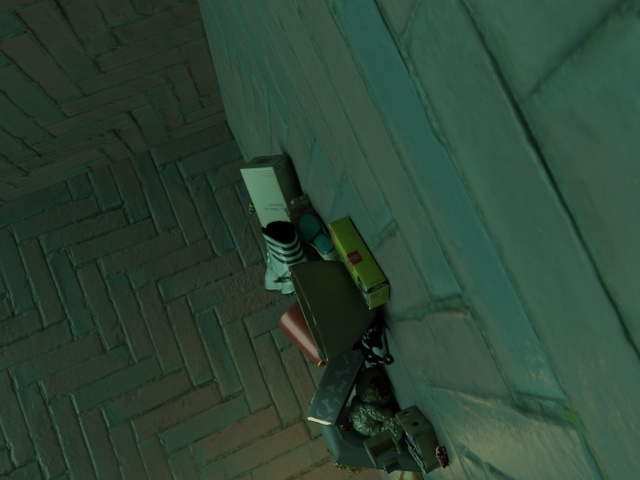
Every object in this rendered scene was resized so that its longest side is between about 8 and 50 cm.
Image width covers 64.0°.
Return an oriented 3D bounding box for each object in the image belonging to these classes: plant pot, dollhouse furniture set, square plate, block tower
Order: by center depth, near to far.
[{"bbox_3d":[0.049,0.169,1.427,0.284,0.190,0.284,158,90,-82],"label":"plant pot"},{"bbox_3d":[0.225,0.578,1.433,0.129,0.183,0.129,-146,34,-75],"label":"dollhouse furniture set"},{"bbox_3d":[-0.031,0.006,1.861,0.097,0.090,0.336,173,75,-82],"label":"block tower"},{"bbox_3d":[0.167,0.715,1.901,0.347,0.343,0.049,-134,61,-68],"label":"square plate"},{"bbox_3d":[0.000,0.373,2.128,0.243,0.274,0.275,53,166,23],"label":"plant pot"}]

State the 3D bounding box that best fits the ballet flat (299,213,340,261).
[{"bbox_3d":[0.000,0.000,1.719,0.248,0.086,0.086,-124,14,-51],"label":"ballet flat"}]

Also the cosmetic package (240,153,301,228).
[{"bbox_3d":[-0.169,-0.164,1.962,0.160,0.113,0.310,0,123,31],"label":"cosmetic package"}]

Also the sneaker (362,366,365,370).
[{"bbox_3d":[0.186,0.573,2.159,0.075,0.057,0.161,0,112,63],"label":"sneaker"}]

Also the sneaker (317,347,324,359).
[{"bbox_3d":[0.065,0.370,1.969,0.081,0.209,0.094,35,-176,12],"label":"sneaker"}]

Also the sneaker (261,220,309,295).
[{"bbox_3d":[-0.130,0.053,1.884,0.447,0.169,0.258,172,84,-73],"label":"sneaker"}]

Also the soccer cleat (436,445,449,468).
[{"bbox_3d":[0.318,0.569,1.358,0.035,0.029,0.083,44,160,60],"label":"soccer cleat"}]

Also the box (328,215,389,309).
[{"bbox_3d":[0.095,0.053,1.290,0.087,0.058,0.232,79,166,-56],"label":"box"}]

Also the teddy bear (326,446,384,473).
[{"bbox_3d":[0.186,0.788,1.984,0.113,0.337,0.245,-57,33,26],"label":"teddy bear"}]

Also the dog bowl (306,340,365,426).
[{"bbox_3d":[0.070,0.504,1.835,0.102,0.349,0.349,23,158,12],"label":"dog bowl"}]

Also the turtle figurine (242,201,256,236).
[{"bbox_3d":[-0.191,-0.150,2.127,0.197,0.275,0.266,24,146,23],"label":"turtle figurine"}]

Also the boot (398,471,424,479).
[{"bbox_3d":[0.292,0.957,1.915,0.104,0.211,0.295,-175,63,-80],"label":"boot"}]

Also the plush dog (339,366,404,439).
[{"bbox_3d":[0.174,0.562,1.814,0.262,0.210,0.226,-165,79,-77],"label":"plush dog"}]

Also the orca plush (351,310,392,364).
[{"bbox_3d":[0.143,0.316,1.534,0.287,0.102,0.151,92,154,-71],"label":"orca plush"}]
